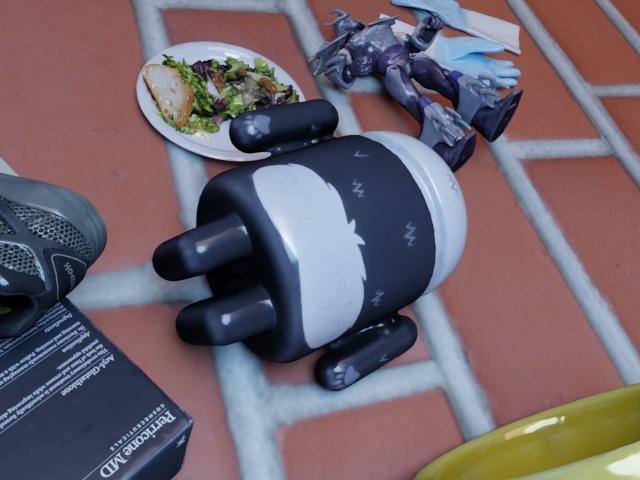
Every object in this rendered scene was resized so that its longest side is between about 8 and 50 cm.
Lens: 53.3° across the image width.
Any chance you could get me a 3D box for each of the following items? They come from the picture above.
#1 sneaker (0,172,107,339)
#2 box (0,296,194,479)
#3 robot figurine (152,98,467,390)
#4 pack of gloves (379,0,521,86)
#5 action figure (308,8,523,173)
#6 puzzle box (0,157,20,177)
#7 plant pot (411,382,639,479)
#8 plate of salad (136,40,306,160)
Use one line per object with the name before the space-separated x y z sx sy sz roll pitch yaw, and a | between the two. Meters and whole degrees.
sneaker | -0.268 0.006 0.401 0.228 0.087 0.130 14 37 -1
box | -0.241 0.158 0.404 0.184 0.103 0.261 38 51 17
robot figurine | 0.000 0.002 0.567 0.278 0.209 0.173 -21 42 -30
pack of gloves | 0.207 -0.327 0.968 0.232 0.046 0.195 19 51 -6
action figure | 0.110 -0.219 0.817 0.185 0.099 0.285 -37 67 -18
puzzle box | -0.431 0.015 0.449 0.272 0.052 0.409 41 49 20
plant pot | 0.220 0.240 0.433 0.254 0.254 0.238 -14 76 -28
plate of salad | -0.109 -0.173 0.738 0.200 0.048 0.199 10 51 -12
